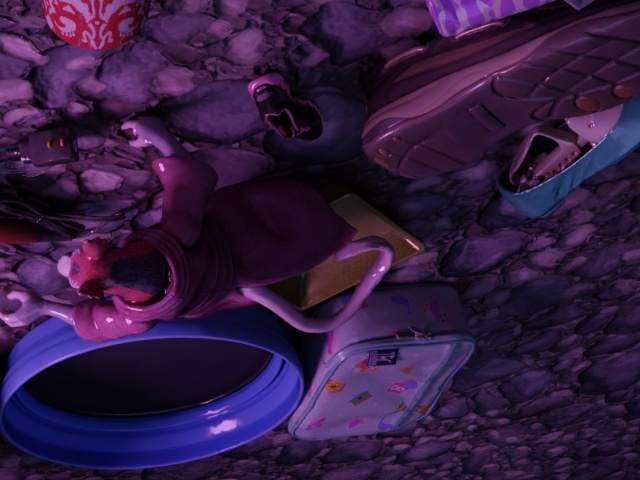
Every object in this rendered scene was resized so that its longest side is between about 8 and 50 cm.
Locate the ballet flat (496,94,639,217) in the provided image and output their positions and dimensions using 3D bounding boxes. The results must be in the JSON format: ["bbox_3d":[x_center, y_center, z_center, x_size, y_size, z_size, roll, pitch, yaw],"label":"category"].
[{"bbox_3d":[0.285,-0.111,1.630,0.087,0.083,0.247,23,133,-27],"label":"ballet flat"}]

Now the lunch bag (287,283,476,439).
[{"bbox_3d":[0.078,0.167,1.977,0.224,0.108,0.279,0,147,-23],"label":"lunch bag"}]

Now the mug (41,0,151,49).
[{"bbox_3d":[-0.162,-0.239,1.186,0.150,0.113,0.169,-5,152,-12],"label":"mug"}]

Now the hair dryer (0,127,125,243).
[{"bbox_3d":[-0.358,-0.008,1.521,0.293,0.080,0.223,-14,151,0],"label":"hair dryer"}]

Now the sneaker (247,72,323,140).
[{"bbox_3d":[-0.032,-0.121,1.493,0.047,0.057,0.119,-28,149,19],"label":"sneaker"}]

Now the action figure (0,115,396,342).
[{"bbox_3d":[-0.135,0.040,1.479,0.248,0.275,0.370,-59,165,17],"label":"action figure"}]

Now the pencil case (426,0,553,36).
[{"bbox_3d":[0.188,-0.255,1.338,0.206,0.086,0.088,-20,116,6],"label":"pencil case"}]

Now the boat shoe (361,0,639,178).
[{"bbox_3d":[0.189,-0.184,1.414,0.355,0.130,0.132,-21,148,23],"label":"boat shoe"}]

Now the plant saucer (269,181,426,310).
[{"bbox_3d":[0.000,0.000,1.724,0.188,0.045,0.188,-27,148,21],"label":"plant saucer"}]

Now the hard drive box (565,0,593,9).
[{"bbox_3d":[0.208,-0.320,1.083,0.181,0.232,0.089,-31,147,28],"label":"hard drive box"}]

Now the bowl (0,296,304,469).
[{"bbox_3d":[-0.217,0.183,1.891,0.391,0.077,0.391,-8,149,-4],"label":"bowl"}]
